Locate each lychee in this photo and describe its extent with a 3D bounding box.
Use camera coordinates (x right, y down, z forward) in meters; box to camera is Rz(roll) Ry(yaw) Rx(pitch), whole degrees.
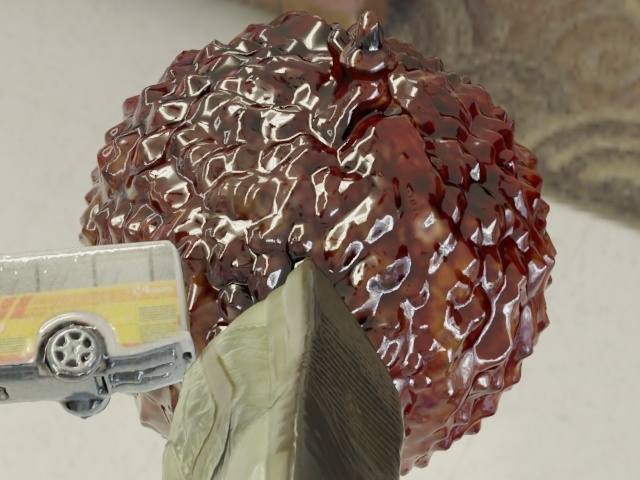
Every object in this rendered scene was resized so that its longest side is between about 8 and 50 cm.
[{"bbox_3d":[0.000,0.000,1.584,0.425,0.500,0.424,11,46,-12],"label":"lychee"}]

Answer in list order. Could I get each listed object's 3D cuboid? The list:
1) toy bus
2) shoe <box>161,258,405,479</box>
[{"bbox_3d":[-0.218,0.062,1.207,0.268,0.092,0.106,-5,65,-2],"label":"toy bus"},{"bbox_3d":[-0.018,0.105,0.751,0.098,0.103,0.275,-32,18,11],"label":"shoe"}]
